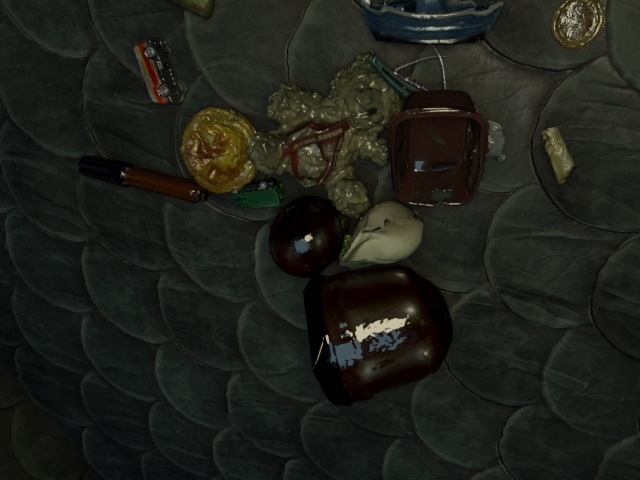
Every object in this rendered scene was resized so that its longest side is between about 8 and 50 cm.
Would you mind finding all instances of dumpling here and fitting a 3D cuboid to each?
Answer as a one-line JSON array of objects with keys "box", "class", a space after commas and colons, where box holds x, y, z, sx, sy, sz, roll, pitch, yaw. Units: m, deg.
[{"box": [0.145, -0.002, 1.179, 0.243, 0.175, 0.227, 13, 136, -27], "class": "dumpling"}]

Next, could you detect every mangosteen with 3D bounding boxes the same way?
[{"box": [0.000, 0.000, 1.245, 0.288, 0.231, 0.232, 16, 118, -14], "class": "mangosteen"}]

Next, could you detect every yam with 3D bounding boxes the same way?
[{"box": [-0.353, -0.628, 1.139, 0.169, 0.068, 0.068, 27, 117, 3], "class": "yam"}]

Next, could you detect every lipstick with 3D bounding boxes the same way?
[{"box": [-0.542, -0.188, 1.380, 0.417, 0.077, 0.077, 14, 116, 8], "class": "lipstick"}]

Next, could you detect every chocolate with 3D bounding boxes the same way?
[{"box": [0.178, 0.237, 1.213, 0.330, 0.384, 0.384, -17, 108, 21], "class": "chocolate"}]

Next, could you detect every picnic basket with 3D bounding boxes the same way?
[{"box": [0.276, -0.223, 1.058, 0.222, 0.129, 0.297, 4, 144, 15], "class": "picnic basket"}]

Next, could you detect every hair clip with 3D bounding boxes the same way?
[{"box": [0.189, -0.359, 1.047, 0.229, 0.070, 0.039, 21, 95, -32], "class": "hair clip"}]

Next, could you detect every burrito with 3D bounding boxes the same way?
[{"box": [0.575, -0.204, 1.084, 0.041, 0.055, 0.149, -29, 103, -7], "class": "burrito"}]

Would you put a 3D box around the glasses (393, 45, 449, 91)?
[{"box": [0.258, -0.413, 1.066, 0.139, 0.063, 0.104, 26, 116, -6], "class": "glasses"}]

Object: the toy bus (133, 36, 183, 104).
[{"box": [-0.445, -0.459, 1.237, 0.077, 0.079, 0.175, -3, 113, 26], "class": "toy bus"}]

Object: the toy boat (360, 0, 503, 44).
[{"box": [0.240, -0.515, 0.993, 0.308, 0.129, 0.143, 8, 126, 13], "class": "toy boat"}]

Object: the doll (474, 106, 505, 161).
[{"box": [0.387, -0.264, 1.098, 0.180, 0.079, 0.094, 47, 131, 6], "class": "doll"}]

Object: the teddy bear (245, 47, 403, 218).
[{"box": [0.044, -0.285, 1.108, 0.357, 0.225, 0.368, 28, 117, -20], "class": "teddy bear"}]

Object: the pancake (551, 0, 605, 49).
[{"box": [0.566, -0.481, 0.985, 0.114, 0.011, 0.115, 6, 116, 12], "class": "pancake"}]

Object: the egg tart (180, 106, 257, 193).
[{"box": [-0.270, -0.252, 1.254, 0.240, 0.106, 0.241, 4, 107, 15], "class": "egg tart"}]

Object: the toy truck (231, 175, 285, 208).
[{"box": [-0.185, -0.141, 1.309, 0.147, 0.065, 0.079, -4, 116, 15], "class": "toy truck"}]
